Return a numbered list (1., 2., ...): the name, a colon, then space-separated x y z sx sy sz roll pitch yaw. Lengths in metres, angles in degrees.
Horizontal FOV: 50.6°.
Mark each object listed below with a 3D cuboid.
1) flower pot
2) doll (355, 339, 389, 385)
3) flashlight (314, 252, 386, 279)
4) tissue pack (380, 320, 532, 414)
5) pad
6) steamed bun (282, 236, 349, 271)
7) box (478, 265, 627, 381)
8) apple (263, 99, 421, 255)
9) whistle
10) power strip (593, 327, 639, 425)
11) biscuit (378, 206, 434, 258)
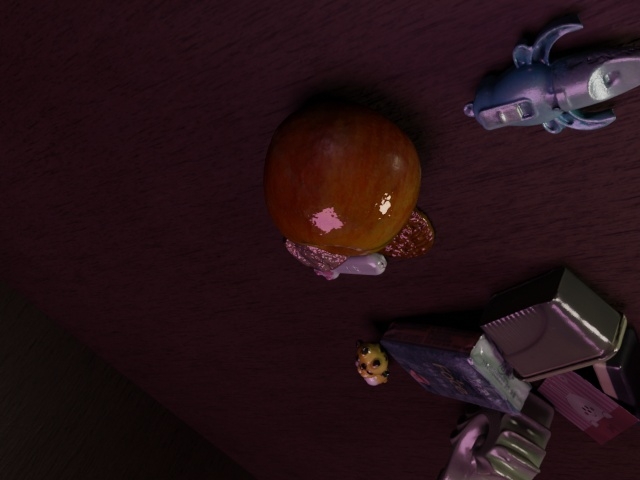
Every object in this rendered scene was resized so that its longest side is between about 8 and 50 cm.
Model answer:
1. flower pot: 0.449 0.543 1.799 0.165 0.254 0.367 30 147 -5
2. doll: 0.137 0.325 1.805 0.117 0.086 0.291 55 174 16
3. flashlight: 0.063 0.057 1.590 0.200 0.047 0.093 -2 136 35
4. tissue pack: 0.322 0.297 1.638 0.228 0.103 0.316 45 156 -25
5. pad: 0.612 0.387 1.587 0.202 0.005 0.299 37 163 21
6. steamed bun: 0.000 0.000 1.492 0.145 0.106 0.175 39 149 -8
7. box: 0.470 0.175 1.421 0.178 0.138 0.274 42 142 -10
8. apple: 0.031 -0.095 1.218 0.302 0.301 0.301 17 145 13
9. whistle: 0.340 -0.226 1.006 0.274 0.093 0.186 -9 132 36
10. power strip: 0.657 0.300 1.469 0.070 0.105 0.256 4 140 42
11. biscuit: 0.150 -0.023 1.446 0.188 0.027 0.187 17 145 12
